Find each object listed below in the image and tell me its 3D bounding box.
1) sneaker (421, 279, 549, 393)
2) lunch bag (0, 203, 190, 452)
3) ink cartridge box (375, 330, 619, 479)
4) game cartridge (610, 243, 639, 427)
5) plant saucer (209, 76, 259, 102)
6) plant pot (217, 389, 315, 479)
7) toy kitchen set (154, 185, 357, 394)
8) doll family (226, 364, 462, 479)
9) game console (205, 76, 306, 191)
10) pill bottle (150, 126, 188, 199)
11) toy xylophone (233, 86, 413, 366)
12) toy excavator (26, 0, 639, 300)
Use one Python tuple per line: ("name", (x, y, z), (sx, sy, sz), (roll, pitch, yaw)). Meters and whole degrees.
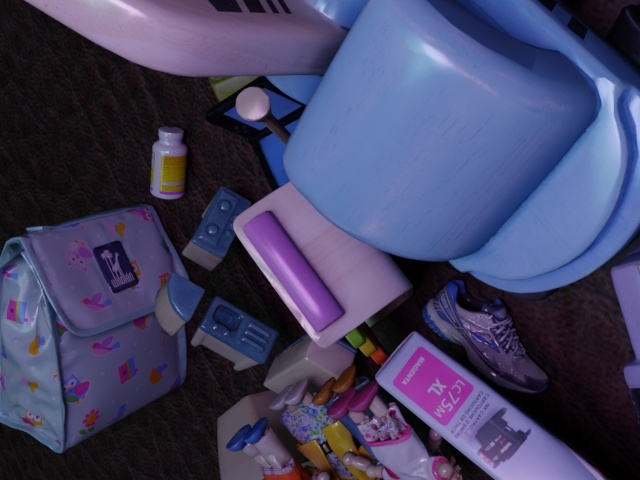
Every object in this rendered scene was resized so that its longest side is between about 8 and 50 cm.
("sneaker", (0.158, 0.087, 0.724), (0.135, 0.052, 0.058), (38, 116, 21))
("lunch bag", (-0.286, 0.093, 0.984), (0.160, 0.223, 0.262), (16, 111, 30))
("ink cartridge box", (0.199, 0.200, 0.638), (0.311, 0.186, 0.065), (39, 90, 26))
("game cartridge", (0.285, 0.158, 0.515), (0.068, 0.230, 0.355), (-17, 91, 40))
("plant saucer", (-0.074, -0.245, 0.821), (0.188, 0.045, 0.188), (-11, 96, 42))
("plant pot", (-0.061, 0.233, 0.921), (0.109, 0.109, 0.096), (-43, 63, 40))
("toy kitchen set", (-0.056, 0.053, 0.872), (0.207, 0.166, 0.122), (31, 147, -12))
("doll family", (0.046, 0.205, 0.768), (0.163, 0.118, 0.263), (51, 136, -10))
("game console", (-0.047, -0.111, 0.825), (0.122, 0.107, 0.071), (-22, 60, 41))
("pill bottle", (-0.186, -0.096, 0.961), (0.043, 0.043, 0.083), (25, 118, 33))
("toy xylophone", (0.000, 0.000, 0.702), (0.081, 0.323, 0.236), (-36, 73, 2))
("toy excavator", (0.010, -0.129, 0.517), (0.433, 0.445, 0.222), (49, 128, 18))
